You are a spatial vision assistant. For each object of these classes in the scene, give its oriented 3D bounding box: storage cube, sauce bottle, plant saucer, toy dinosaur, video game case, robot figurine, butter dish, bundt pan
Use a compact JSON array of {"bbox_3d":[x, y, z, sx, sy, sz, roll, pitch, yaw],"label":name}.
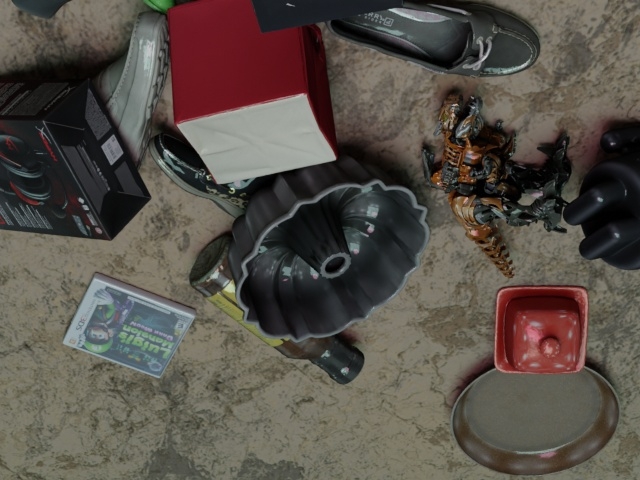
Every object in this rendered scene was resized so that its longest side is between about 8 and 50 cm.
[{"bbox_3d":[-0.094,-0.216,1.606,0.215,0.193,0.184,-12,153,9],"label":"storage cube"},{"bbox_3d":[-0.067,0.129,1.960,0.111,0.111,0.344,-36,119,25],"label":"sauce bottle"},{"bbox_3d":[0.394,0.317,2.131,0.310,0.050,0.311,1,128,1],"label":"plant saucer"},{"bbox_3d":[0.274,-0.087,1.791,0.218,0.164,0.322,-2,148,21],"label":"toy dinosaur"},{"bbox_3d":[-0.340,0.154,2.042,0.190,0.022,0.173,22,125,-15],"label":"video game case"},{"bbox_3d":[0.502,-0.055,1.719,0.278,0.173,0.209,-15,113,-27],"label":"robot figurine"},{"bbox_3d":[0.381,0.166,1.952,0.160,0.118,0.160,0,105,1],"label":"butter dish"},{"bbox_3d":[0.000,0.000,1.798,0.330,0.124,0.331,-17,137,-17],"label":"bundt pan"}]

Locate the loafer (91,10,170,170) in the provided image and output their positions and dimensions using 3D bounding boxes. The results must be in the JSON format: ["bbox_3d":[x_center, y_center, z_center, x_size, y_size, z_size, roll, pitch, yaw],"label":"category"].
[{"bbox_3d":[-0.295,-0.209,1.695,0.111,0.112,0.319,21,133,-5],"label":"loafer"}]

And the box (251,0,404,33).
[{"bbox_3d":[0.006,-0.382,1.467,0.184,0.261,0.103,-11,128,11],"label":"box"}]

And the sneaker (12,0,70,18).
[{"bbox_3d":[-0.425,-0.402,1.578,0.118,0.083,0.222,-30,114,38],"label":"sneaker"}]

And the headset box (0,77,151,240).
[{"bbox_3d":[-0.427,-0.122,1.715,0.293,0.110,0.218,6,133,36],"label":"headset box"}]

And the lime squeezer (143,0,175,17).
[{"bbox_3d":[-0.202,-0.355,1.624,0.310,0.059,0.110,2,128,1],"label":"lime squeezer"}]

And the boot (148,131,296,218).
[{"bbox_3d":[-0.126,-0.136,1.771,0.236,0.085,0.178,33,121,-33],"label":"boot"}]

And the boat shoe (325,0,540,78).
[{"bbox_3d":[0.156,-0.288,1.640,0.335,0.095,0.112,14,127,-9],"label":"boat shoe"}]
